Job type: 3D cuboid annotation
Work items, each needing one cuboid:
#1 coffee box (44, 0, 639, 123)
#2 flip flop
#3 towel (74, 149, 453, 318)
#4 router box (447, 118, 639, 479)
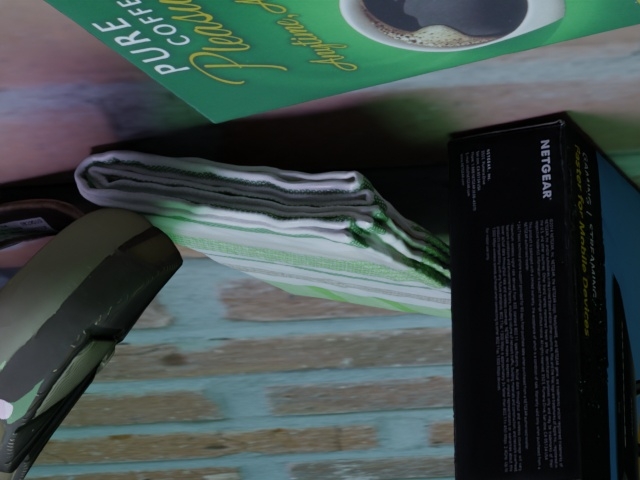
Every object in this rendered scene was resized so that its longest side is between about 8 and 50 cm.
[{"bbox_3d":[0.028,-0.080,0.449,0.184,0.040,0.113,-12,159,25],"label":"coffee box"},{"bbox_3d":[-0.112,0.029,0.668,0.080,0.112,0.277,36,168,-3],"label":"flip flop"},{"bbox_3d":[0.000,0.000,0.684,0.113,0.023,0.152,10,171,29],"label":"towel"},{"bbox_3d":[0.088,0.065,0.668,0.046,0.179,0.133,-8,161,24],"label":"router box"}]
